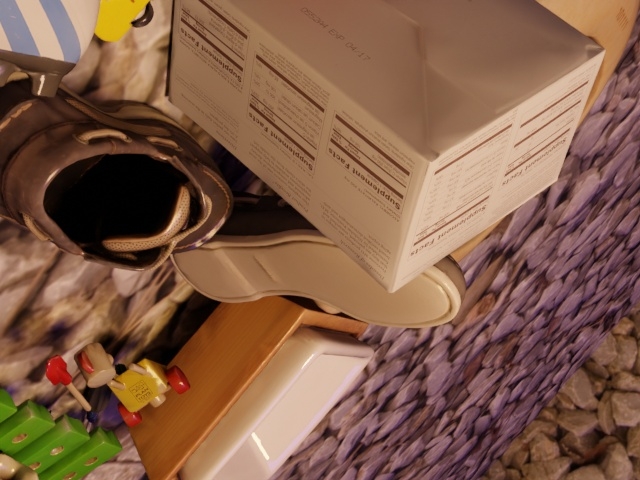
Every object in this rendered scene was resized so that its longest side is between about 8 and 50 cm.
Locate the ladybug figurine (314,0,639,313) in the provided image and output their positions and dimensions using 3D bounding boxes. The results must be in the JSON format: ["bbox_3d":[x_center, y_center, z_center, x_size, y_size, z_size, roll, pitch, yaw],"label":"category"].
[{"bbox_3d":[0.124,-0.122,1.353,0.449,0.162,0.305,-50,156,4],"label":"ladybug figurine"}]

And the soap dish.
[{"bbox_3d":[-0.069,0.151,1.457,0.229,0.118,0.291,-50,165,4],"label":"soap dish"}]

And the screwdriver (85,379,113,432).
[{"bbox_3d":[-0.230,0.189,1.391,0.024,0.025,0.170,-26,146,-42],"label":"screwdriver"}]

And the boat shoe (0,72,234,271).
[{"bbox_3d":[-0.157,-0.029,1.047,0.132,0.130,0.355,-52,156,10],"label":"boat shoe"}]

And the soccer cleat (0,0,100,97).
[{"bbox_3d":[-0.237,-0.173,0.743,0.331,0.116,0.143,6,103,-62],"label":"soccer cleat"}]

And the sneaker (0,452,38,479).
[{"bbox_3d":[-0.303,0.242,1.123,0.111,0.103,0.252,-57,-176,15],"label":"sneaker"}]

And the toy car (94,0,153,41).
[{"bbox_3d":[-0.073,-0.264,0.930,0.239,0.053,0.225,-34,153,-32],"label":"toy car"}]

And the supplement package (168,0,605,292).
[{"bbox_3d":[0.044,-0.127,1.078,0.204,0.262,0.145,-32,151,-33],"label":"supplement package"}]

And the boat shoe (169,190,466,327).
[{"bbox_3d":[0.000,0.000,1.193,0.095,0.335,0.112,-53,126,-28],"label":"boat shoe"}]

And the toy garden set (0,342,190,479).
[{"bbox_3d":[-0.246,0.152,1.250,0.204,0.049,0.244,-35,155,5],"label":"toy garden set"}]
